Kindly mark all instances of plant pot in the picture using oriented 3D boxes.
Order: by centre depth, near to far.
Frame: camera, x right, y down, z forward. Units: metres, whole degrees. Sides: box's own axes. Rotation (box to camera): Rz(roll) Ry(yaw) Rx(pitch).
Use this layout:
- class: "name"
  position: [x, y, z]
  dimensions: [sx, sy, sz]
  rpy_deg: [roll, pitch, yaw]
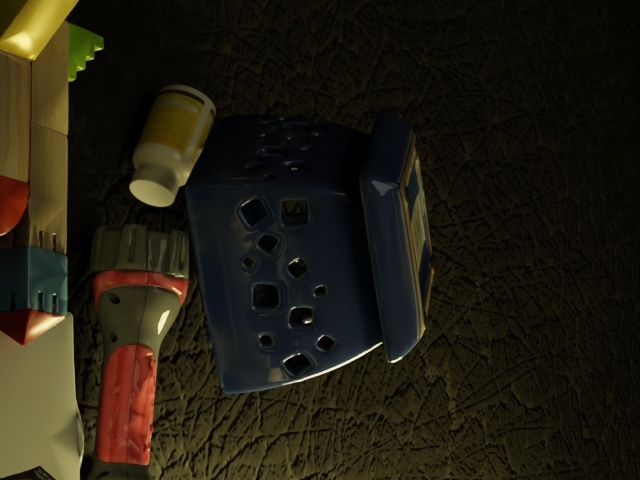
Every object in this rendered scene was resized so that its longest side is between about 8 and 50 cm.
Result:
- class: "plant pot"
  position: [0.000, 0.000, 1.623]
  dimensions: [0.236, 0.212, 0.236]
  rpy_deg: [-71, 153, -66]

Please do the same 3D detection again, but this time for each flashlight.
- class: "flashlight"
  position: [-0.180, 0.140, 1.511]
  dimensions: [0.103, 0.103, 0.304]
  rpy_deg: [22, 69, -56]

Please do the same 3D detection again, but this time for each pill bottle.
- class: "pill bottle"
  position: [-0.152, -0.095, 1.606]
  dimensions: [0.065, 0.065, 0.116]
  rpy_deg: [50, 47, -43]

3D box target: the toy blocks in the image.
- class: "toy blocks"
  position: [-0.305, -0.066, 1.136]
  dimensions: [0.381, 0.190, 0.261]
  rpy_deg: [19, 67, -60]

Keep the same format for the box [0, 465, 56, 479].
- class: "box"
  position: [-0.233, 0.315, 1.118]
  dimensions: [0.142, 0.163, 0.247]
  rpy_deg: [-12, 132, -55]

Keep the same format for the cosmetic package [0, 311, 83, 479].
- class: "cosmetic package"
  position: [-0.358, 0.168, 1.190]
  dimensions: [0.385, 0.156, 0.217]
  rpy_deg: [1, 87, -58]
